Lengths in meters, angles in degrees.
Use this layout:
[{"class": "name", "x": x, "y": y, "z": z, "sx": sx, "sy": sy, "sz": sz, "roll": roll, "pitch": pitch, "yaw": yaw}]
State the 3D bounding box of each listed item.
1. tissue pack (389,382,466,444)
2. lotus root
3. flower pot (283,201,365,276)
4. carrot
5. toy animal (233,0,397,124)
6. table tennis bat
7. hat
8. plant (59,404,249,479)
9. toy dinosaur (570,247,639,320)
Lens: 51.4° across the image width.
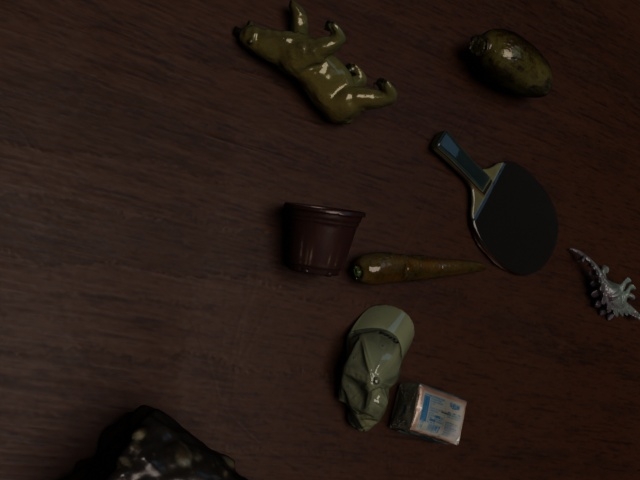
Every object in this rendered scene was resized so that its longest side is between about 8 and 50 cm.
[{"class": "tissue pack", "x": 0.155, "y": 0.249, "z": 0.957, "sx": 0.095, "sy": 0.059, "sz": 0.074, "roll": 25, "pitch": 71, "yaw": -25}, {"class": "lotus root", "x": 0.313, "y": -0.289, "z": 1.081, "sx": 0.179, "sy": 0.089, "sz": 0.080, "roll": 19, "pitch": 119, "yaw": -30}, {"class": "flower pot", "x": 0.000, "y": 0.000, "z": 0.879, "sx": 0.111, "sy": 0.111, "sz": 0.089, "roll": 5, "pitch": 95, "yaw": -28}, {"class": "carrot", "x": 0.153, "y": 0.041, "z": 0.987, "sx": 0.255, "sy": 0.049, "sz": 0.049, "roll": 1, "pitch": 84, "yaw": -31}, {"class": "toy animal", "x": -0.008, "y": -0.240, "z": 0.910, "sx": 0.219, "sy": 0.103, "sz": 0.101, "roll": 42, "pitch": 91, "yaw": -23}, {"class": "table tennis bat", "x": 0.287, "y": -0.065, "z": 1.082, "sx": 0.301, "sy": 0.022, "sz": 0.173, "roll": 40, "pitch": 69, "yaw": -21}, {"class": "hat", "x": 0.087, "y": 0.171, "z": 0.924, "sx": 0.166, "sy": 0.081, "sz": 0.122, "roll": -46, "pitch": 109, "yaw": -35}, {"class": "plant", "x": -0.148, "y": 0.322, "z": 0.709, "sx": 0.199, "sy": 0.188, "sz": 0.276, "roll": -46, "pitch": 106, "yaw": -24}, {"class": "toy dinosaur", "x": 0.510, "y": 0.085, "z": 1.180, "sx": 0.209, "sy": 0.039, "sz": 0.082, "roll": 44, "pitch": 68, "yaw": -18}]
